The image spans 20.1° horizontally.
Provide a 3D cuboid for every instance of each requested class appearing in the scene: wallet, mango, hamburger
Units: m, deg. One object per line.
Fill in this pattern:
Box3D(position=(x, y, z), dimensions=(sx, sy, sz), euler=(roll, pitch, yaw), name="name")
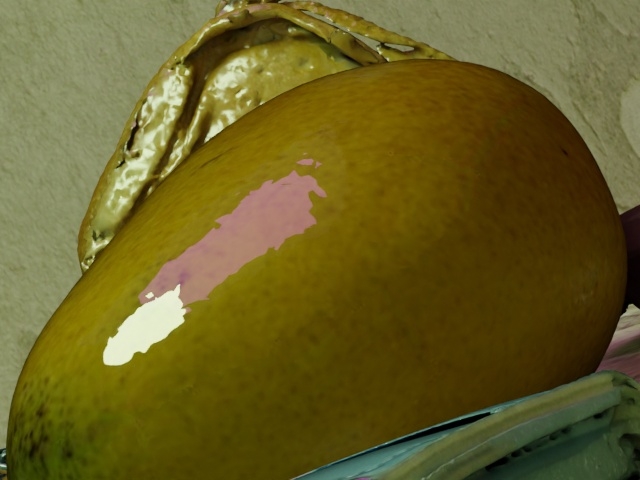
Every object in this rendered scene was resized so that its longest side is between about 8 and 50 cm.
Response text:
Box3D(position=(-0.028, 0.115, 0.572), dimensions=(0.250, 0.075, 0.176), euler=(-24, -6, 32), name="wallet")
Box3D(position=(0.004, 0.038, 0.918), dimensions=(0.264, 0.221, 0.378), euler=(-10, 16, 44), name="mango")
Box3D(position=(0.000, 0.000, 1.169), dimensions=(0.319, 0.318, 0.158), euler=(-22, -1, 7), name="hamburger")

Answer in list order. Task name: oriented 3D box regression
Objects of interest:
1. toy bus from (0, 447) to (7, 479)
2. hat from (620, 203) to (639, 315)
Box3D(position=(-0.202, 0.152, 0.931), dimensions=(0.182, 0.091, 0.103), euler=(9, 14, 24), name="toy bus")
Box3D(position=(0.268, 0.006, 1.236), dimensions=(0.205, 0.089, 0.205), euler=(-23, -7, -3), name="hat")
